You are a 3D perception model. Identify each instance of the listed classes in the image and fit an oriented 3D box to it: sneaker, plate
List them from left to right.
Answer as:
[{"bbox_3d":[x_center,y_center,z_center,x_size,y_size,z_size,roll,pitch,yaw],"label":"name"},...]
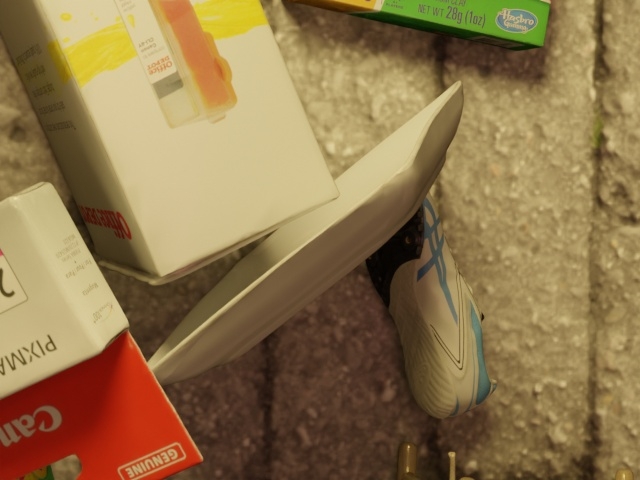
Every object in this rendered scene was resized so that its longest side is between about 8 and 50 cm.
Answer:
[{"bbox_3d":[0.000,0.000,1.140,0.277,0.278,0.045,-38,96,23],"label":"plate"},{"bbox_3d":[0.103,0.045,1.335,0.086,0.085,0.237,-18,96,-41],"label":"sneaker"}]

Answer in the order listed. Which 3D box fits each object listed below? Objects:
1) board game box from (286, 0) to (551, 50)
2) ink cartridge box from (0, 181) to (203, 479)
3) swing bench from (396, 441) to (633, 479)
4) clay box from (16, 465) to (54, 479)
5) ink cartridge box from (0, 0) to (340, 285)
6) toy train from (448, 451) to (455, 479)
[{"bbox_3d":[0.110,-0.352,1.310,0.242,0.064,0.316,9,91,-17],"label":"board game box"},{"bbox_3d":[-0.261,0.120,1.068,0.275,0.060,0.239,-26,97,20],"label":"ink cartridge box"},{"bbox_3d":[0.193,0.338,1.330,0.253,0.165,0.254,9,92,-17],"label":"swing bench"},{"bbox_3d":[-0.263,0.267,1.164,0.127,0.053,0.222,-25,74,22],"label":"clay box"},{"bbox_3d":[-0.160,-0.178,1.133,0.160,0.279,0.384,-25,101,-15],"label":"ink cartridge box"},{"bbox_3d":[0.173,0.285,1.187,0.143,0.105,0.248,-6,101,-25],"label":"toy train"}]
